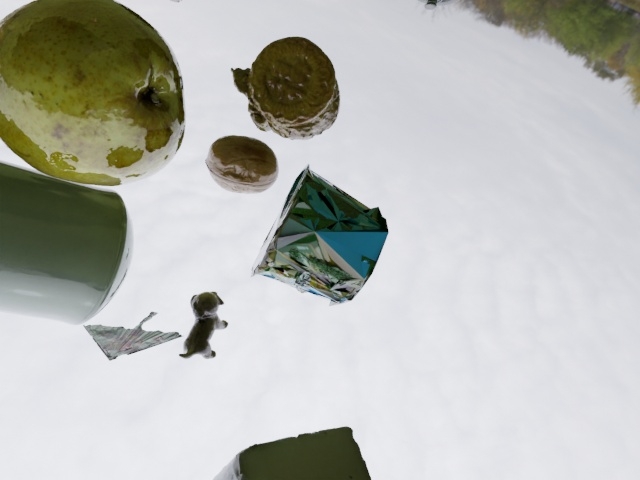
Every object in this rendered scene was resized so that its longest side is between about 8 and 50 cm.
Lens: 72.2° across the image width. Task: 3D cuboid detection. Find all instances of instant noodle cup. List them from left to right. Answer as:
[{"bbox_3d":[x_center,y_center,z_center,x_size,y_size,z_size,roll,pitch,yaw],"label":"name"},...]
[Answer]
[{"bbox_3d":[0.000,0.000,0.814,0.178,0.240,0.240,26,-143,-10],"label":"instant noodle cup"}]

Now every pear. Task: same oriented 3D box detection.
[{"bbox_3d":[-0.359,-0.233,0.698,0.304,0.304,0.304,15,-141,-12],"label":"pear"}]

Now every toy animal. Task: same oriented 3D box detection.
[{"bbox_3d":[-0.398,0.288,1.479,0.121,0.168,0.233,11,-109,10],"label":"toy animal"}]

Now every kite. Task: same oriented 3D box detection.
[{"bbox_3d":[-0.579,0.296,1.346,0.323,0.268,0.013,19,-144,-46],"label":"kite"}]

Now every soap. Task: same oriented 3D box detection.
[{"bbox_3d":[-0.082,0.580,0.907,0.350,0.435,0.212,5,-134,-32],"label":"soap"}]

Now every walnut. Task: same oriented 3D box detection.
[{"bbox_3d":[-0.220,-0.213,1.243,0.207,0.167,0.167,8,-140,-11],"label":"walnut"}]

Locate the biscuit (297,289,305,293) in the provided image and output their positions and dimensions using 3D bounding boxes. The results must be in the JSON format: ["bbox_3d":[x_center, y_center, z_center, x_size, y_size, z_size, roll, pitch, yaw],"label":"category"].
[{"bbox_3d":[-0.094,0.143,1.803,0.070,0.168,0.082,15,-122,50],"label":"biscuit"}]

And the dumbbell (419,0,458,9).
[{"bbox_3d":[0.342,-0.825,1.173,0.179,0.406,0.179,13,-177,-1],"label":"dumbbell"}]

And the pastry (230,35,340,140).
[{"bbox_3d":[-0.068,-0.365,1.096,0.240,0.235,0.132,63,-172,8],"label":"pastry"}]

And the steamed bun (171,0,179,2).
[{"bbox_3d":[-0.475,-0.930,1.377,0.199,0.301,0.251,21,-104,-26],"label":"steamed bun"}]

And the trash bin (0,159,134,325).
[{"bbox_3d":[-0.560,-0.007,0.780,0.432,0.280,0.280,21,-150,-46],"label":"trash bin"}]
